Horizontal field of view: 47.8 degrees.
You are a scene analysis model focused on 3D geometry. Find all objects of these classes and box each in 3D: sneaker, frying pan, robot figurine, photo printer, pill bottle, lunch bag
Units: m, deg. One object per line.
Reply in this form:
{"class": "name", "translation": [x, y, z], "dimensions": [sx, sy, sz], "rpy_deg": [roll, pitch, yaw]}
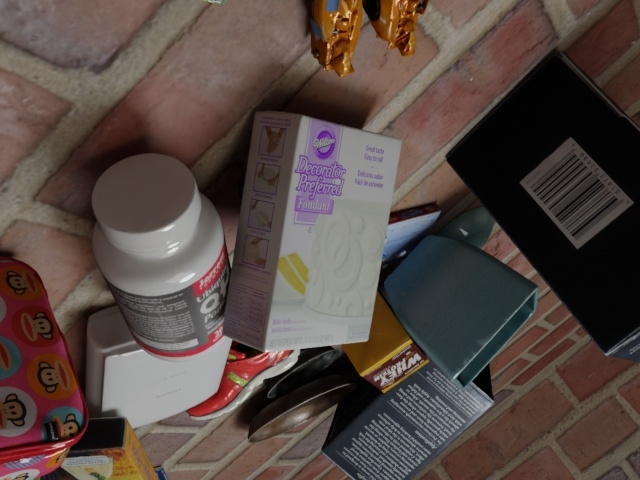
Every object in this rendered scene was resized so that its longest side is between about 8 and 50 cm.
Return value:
{"class": "sneaker", "translation": [-0.179, 0.257, 1.493], "dimensions": [0.279, 0.107, 0.118], "rpy_deg": [-37, 132, -2]}
{"class": "frying pan", "translation": [-0.006, 0.297, 1.737], "dimensions": [0.197, 0.053, 0.326], "rpy_deg": [-46, 158, 31]}
{"class": "robot figurine", "translation": [0.071, -0.344, 0.860], "dimensions": [0.211, 0.085, 0.291], "rpy_deg": [-23, 148, -21]}
{"class": "photo printer", "translation": [-0.292, 0.223, 1.292], "dimensions": [0.256, 0.107, 0.307], "rpy_deg": [-14, 144, -30]}
{"class": "pill bottle", "translation": [-0.217, 0.029, 1.018], "dimensions": [0.176, 0.176, 0.318], "rpy_deg": [-25, 149, -16]}
{"class": "lunch bag", "translation": [-0.443, 0.156, 0.868], "dimensions": [0.258, 0.293, 0.120], "rpy_deg": [1, 140, -46]}

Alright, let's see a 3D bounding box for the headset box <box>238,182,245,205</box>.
{"class": "headset box", "translation": [-0.085, -0.069, 1.124], "dimensions": [0.083, 0.062, 0.032], "rpy_deg": [-26, 148, -16]}

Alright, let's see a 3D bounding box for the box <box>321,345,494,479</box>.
{"class": "box", "translation": [0.223, 0.405, 1.824], "dimensions": [0.395, 0.212, 0.293], "rpy_deg": [-48, -178, 18]}

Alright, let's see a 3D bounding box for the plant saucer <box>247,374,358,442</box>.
{"class": "plant saucer", "translation": [-0.052, 0.418, 1.824], "dimensions": [0.310, 0.050, 0.310], "rpy_deg": [-26, 160, -10]}

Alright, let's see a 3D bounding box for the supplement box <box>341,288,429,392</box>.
{"class": "supplement box", "translation": [0.117, 0.205, 1.585], "dimensions": [0.129, 0.191, 0.194], "rpy_deg": [-36, 151, 3]}

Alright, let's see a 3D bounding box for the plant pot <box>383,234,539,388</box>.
{"class": "plant pot", "translation": [0.278, 0.130, 1.516], "dimensions": [0.247, 0.252, 0.248], "rpy_deg": [-46, 158, -1]}

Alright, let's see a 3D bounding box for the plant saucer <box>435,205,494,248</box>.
{"class": "plant saucer", "translation": [0.332, 0.003, 1.664], "dimensions": [0.195, 0.037, 0.195], "rpy_deg": [-25, 150, -16]}

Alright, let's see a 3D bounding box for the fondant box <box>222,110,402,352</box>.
{"class": "fondant box", "translation": [-0.007, -0.010, 1.081], "dimensions": [0.238, 0.096, 0.330], "rpy_deg": [3, 97, -49]}

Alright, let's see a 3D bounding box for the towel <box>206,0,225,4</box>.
{"class": "towel", "translation": [-0.116, -0.304, 0.807], "dimensions": [0.060, 0.009, 0.083], "rpy_deg": [-2, 137, -45]}

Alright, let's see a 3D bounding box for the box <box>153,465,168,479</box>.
{"class": "box", "translation": [-0.447, 0.591, 1.716], "dimensions": [0.169, 0.059, 0.054], "rpy_deg": [0, 138, -44]}

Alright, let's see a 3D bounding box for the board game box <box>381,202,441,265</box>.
{"class": "board game box", "translation": [0.108, 0.008, 1.458], "dimensions": [0.281, 0.027, 0.145], "rpy_deg": [-14, 144, -31]}

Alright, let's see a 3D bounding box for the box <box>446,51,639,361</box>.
{"class": "box", "translation": [0.566, -0.035, 1.398], "dimensions": [0.297, 0.480, 0.472], "rpy_deg": [-44, 148, 20]}

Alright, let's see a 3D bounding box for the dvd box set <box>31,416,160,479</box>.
{"class": "dvd box set", "translation": [-0.480, 0.449, 1.367], "dimensions": [0.307, 0.062, 0.420], "rpy_deg": [-3, 145, -4]}

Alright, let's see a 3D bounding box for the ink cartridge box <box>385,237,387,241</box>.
{"class": "ink cartridge box", "translation": [0.000, 0.000, 1.254], "dimensions": [0.198, 0.115, 0.067], "rpy_deg": [-15, 146, -28]}
